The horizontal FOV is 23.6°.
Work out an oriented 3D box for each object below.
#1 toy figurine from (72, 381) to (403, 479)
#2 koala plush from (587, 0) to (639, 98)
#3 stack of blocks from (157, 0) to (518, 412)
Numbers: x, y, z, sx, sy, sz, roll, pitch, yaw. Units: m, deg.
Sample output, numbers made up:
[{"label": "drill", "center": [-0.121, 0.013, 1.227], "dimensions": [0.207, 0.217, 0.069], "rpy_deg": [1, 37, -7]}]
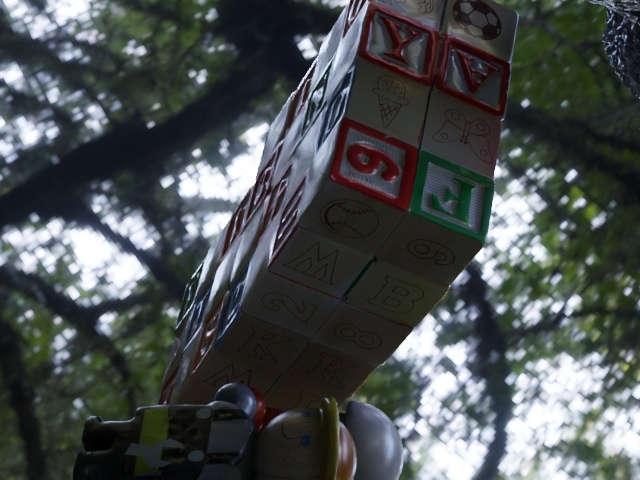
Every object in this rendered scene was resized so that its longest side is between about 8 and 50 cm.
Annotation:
[{"label": "toy figurine", "center": [-0.029, 0.177, 0.772], "dimensions": [0.148, 0.209, 0.213], "rpy_deg": [-3, -100, 7]}, {"label": "koala plush", "center": [0.172, -0.159, 0.753], "dimensions": [0.196, 0.221, 0.203], "rpy_deg": [26, -76, 44]}, {"label": "stack of blocks", "center": [0.000, 0.000, 0.891], "dimensions": [0.087, 0.171, 0.297], "rpy_deg": [22, -40, -12]}]
